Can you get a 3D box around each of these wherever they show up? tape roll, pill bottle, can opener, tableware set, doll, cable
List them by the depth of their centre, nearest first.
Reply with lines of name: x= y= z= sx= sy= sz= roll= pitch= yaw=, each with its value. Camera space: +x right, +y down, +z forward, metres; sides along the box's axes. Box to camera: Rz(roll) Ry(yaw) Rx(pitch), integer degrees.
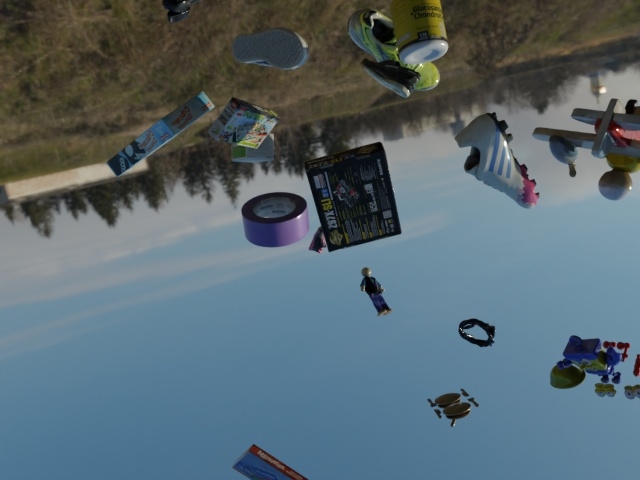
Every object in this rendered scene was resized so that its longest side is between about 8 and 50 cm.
pill bottle: x=0.201 y=-0.472 z=1.266 sx=0.103 sy=0.184 sz=0.103 roll=-10 pitch=175 yaw=-1
can opener: x=-0.347 y=-0.654 z=1.623 sx=0.186 sy=0.059 sz=0.073 roll=-46 pitch=180 yaw=-30
tape roll: x=-0.128 y=-0.062 z=1.731 sx=0.189 sy=0.080 sz=0.189 roll=-4 pitch=-149 yaw=2
tableware set: x=0.411 y=0.517 z=1.874 sx=0.128 sy=0.039 sz=0.194 roll=-17 pitch=-178 yaw=-1
doll: x=0.196 y=0.183 z=2.198 sx=0.129 sy=0.189 sz=0.046 roll=1 pitch=146 yaw=-48
cable: x=0.651 y=0.393 z=2.531 sx=0.150 sy=0.184 sz=0.047 roll=5 pitch=-128 yaw=16

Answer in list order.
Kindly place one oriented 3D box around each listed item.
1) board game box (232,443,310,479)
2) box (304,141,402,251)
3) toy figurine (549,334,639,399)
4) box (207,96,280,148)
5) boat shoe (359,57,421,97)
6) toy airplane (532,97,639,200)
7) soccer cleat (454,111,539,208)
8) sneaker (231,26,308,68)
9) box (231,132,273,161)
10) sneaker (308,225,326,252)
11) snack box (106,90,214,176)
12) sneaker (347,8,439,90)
board game box: x=-0.090 y=0.646 z=1.603 sx=0.145 sy=0.281 sz=0.027 roll=-53 pitch=-176 yaw=44
box: x=0.110 y=-0.136 z=1.968 sx=0.257 sy=0.322 sz=0.079 roll=-14 pitch=-148 yaw=5
toy figurine: x=0.823 y=0.343 z=1.873 sx=0.362 sy=0.217 sz=0.191 roll=-15 pitch=-141 yaw=58
box: x=-0.200 y=-0.308 z=1.607 sx=0.114 sy=0.036 sz=0.207 roll=-49 pitch=163 yaw=19
boat shoe: x=0.204 y=-0.498 z=1.799 sx=0.084 sy=0.079 sz=0.233 roll=30 pitch=-171 yaw=-45
toy airplane: x=0.805 y=-0.236 z=1.615 sx=0.384 sy=0.272 sz=0.386 roll=6 pitch=-163 yaw=-2
soccer cleat: x=0.467 y=-0.192 z=1.624 sx=0.143 sy=0.331 sz=0.116 roll=-33 pitch=-148 yaw=10
sneaker: x=-0.135 y=-0.615 z=1.937 sx=0.321 sy=0.126 sz=0.127 roll=20 pitch=-156 yaw=39
box: x=-0.214 y=-0.293 z=1.908 sx=0.102 sy=0.087 sz=0.101 roll=-1 pitch=-177 yaw=-37
sneaker: x=0.000 y=0.000 z=2.128 sx=0.057 sy=0.119 sz=0.047 roll=28 pitch=-134 yaw=7
snack box: x=-0.461 y=-0.301 z=1.731 sx=0.322 sy=0.060 sz=0.187 roll=-21 pitch=-158 yaw=43
sneaker: x=0.261 y=-0.643 z=2.083 sx=0.384 sy=0.145 sz=0.147 roll=31 pitch=-177 yaw=-19
